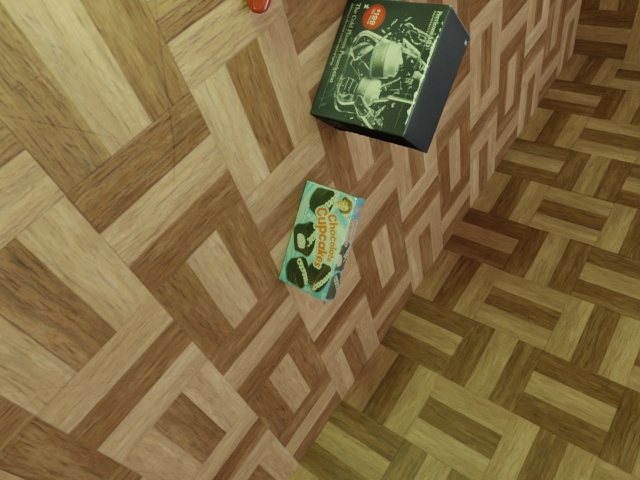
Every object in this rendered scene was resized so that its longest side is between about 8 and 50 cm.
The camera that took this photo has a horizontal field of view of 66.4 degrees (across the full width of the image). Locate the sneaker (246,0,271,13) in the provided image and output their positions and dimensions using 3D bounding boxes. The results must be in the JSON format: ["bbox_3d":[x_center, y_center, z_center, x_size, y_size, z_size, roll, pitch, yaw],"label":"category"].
[{"bbox_3d":[-0.088,-0.602,1.063,0.128,0.087,0.221,-11,119,-52],"label":"sneaker"}]

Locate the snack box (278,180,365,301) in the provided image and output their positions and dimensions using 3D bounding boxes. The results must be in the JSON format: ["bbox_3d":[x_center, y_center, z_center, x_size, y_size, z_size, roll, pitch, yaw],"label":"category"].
[{"bbox_3d":[0.000,0.000,1.476,0.060,0.187,0.322,2,108,-56],"label":"snack box"}]

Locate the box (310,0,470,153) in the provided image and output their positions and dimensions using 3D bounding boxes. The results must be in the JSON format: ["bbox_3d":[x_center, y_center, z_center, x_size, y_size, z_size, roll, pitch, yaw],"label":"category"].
[{"bbox_3d":[0.188,-0.457,1.352,0.179,0.312,0.343,10,101,-58],"label":"box"}]
